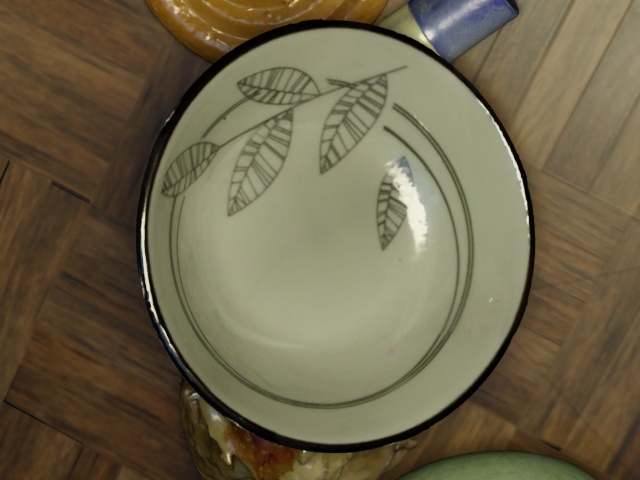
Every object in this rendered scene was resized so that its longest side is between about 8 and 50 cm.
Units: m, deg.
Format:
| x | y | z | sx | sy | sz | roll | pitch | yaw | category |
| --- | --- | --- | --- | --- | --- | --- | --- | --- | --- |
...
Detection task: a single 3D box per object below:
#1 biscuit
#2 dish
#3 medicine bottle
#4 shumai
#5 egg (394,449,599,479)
| x | y | z | sx | sy | sz | roll | pitch | yaw | category |
| --- | --- | --- | --- | --- | --- | --- | --- | --- | --- |
| -0.058 | -0.204 | 1.343 | 0.224 | 0.033 | 0.144 | 19 | 105 | 8 | biscuit |
| 0.000 | 0.000 | 1.266 | 0.316 | 0.106 | 0.316 | 2 | 83 | -21 | dish |
| 0.045 | -0.134 | 1.324 | 0.231 | 0.059 | 0.059 | -34 | 94 | 17 | medicine bottle |
| -0.031 | 0.149 | 1.345 | 0.206 | 0.175 | 0.166 | -22 | 98 | 18 | shumai |
| 0.128 | 0.251 | 1.339 | 0.237 | 0.169 | 0.169 | -7 | 101 | 14 | egg |
